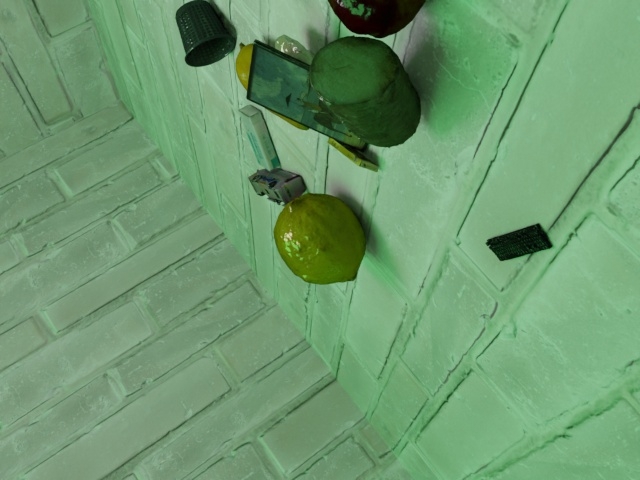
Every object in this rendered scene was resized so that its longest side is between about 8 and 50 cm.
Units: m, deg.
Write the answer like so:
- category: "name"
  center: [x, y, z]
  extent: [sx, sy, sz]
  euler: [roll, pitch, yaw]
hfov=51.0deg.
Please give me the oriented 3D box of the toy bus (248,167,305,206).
- category: "toy bus"
  center: [-0.157, -0.196, 2.374]
  extent: [0.274, 0.112, 0.090]
  euler: [27, 147, 58]

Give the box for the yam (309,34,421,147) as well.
- category: "yam"
  center: [0.097, -0.290, 1.327]
  extent: [0.168, 0.168, 0.304]
  euler: [51, -171, 18]

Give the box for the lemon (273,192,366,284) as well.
- category: "lemon"
  center: [0.000, 0.000, 2.060]
  extent: [0.322, 0.268, 0.268]
  euler: [59, 162, -21]

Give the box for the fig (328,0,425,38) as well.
- category: "fig"
  center: [0.114, -0.436, 1.239]
  extent: [0.191, 0.190, 0.290]
  euler: [50, 177, 21]

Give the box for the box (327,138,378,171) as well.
- category: "box"
  center: [0.087, -0.227, 1.777]
  extent: [0.073, 0.020, 0.149]
  euler: [12, -156, -48]

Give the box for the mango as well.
- category: "mango"
  center: [-0.132, -0.439, 1.905]
  extent: [0.317, 0.119, 0.176]
  euler: [49, 153, 9]

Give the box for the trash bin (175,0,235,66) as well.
- category: "trash bin"
  center: [-0.376, -0.661, 2.120]
  extent: [0.161, 0.175, 0.175]
  euler: [66, 163, 9]

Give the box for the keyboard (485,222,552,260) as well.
- category: "keyboard"
  center: [0.412, 0.007, 1.407]
  extent: [0.060, 0.018, 0.195]
  euler: [55, 162, -1]

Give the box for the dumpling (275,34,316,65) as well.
- category: "dumpling"
  center: [-0.031, -0.396, 1.704]
  extent: [0.179, 0.131, 0.252]
  euler: [30, 152, 41]

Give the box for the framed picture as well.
- category: "framed picture"
  center: [-0.019, -0.345, 1.653]
  extent: [0.347, 0.016, 0.265]
  euler: [25, 160, -2]

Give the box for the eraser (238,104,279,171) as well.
- category: "eraser"
  center: [-0.214, -0.357, 2.352]
  extent: [0.095, 0.052, 0.225]
  euler: [39, 156, 49]
